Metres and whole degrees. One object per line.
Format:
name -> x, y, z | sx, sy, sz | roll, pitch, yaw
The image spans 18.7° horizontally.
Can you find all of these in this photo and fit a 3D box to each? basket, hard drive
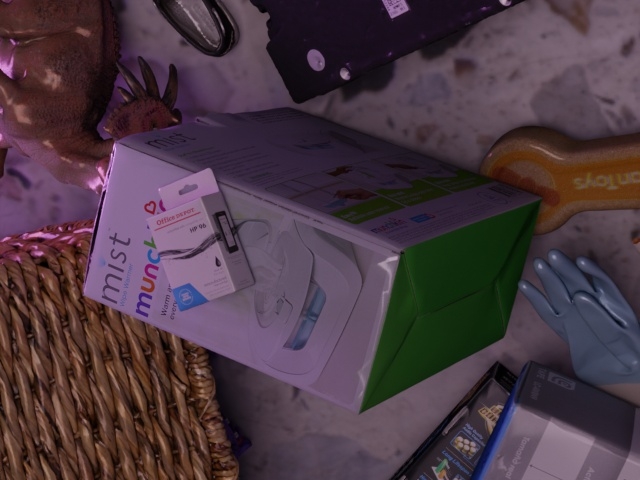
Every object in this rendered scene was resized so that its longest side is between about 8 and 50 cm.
basket -> -0.205, 0.140, 1.563 | 0.223, 0.213, 0.299 | -17, 98, -14
hard drive -> 0.049, -0.254, 1.377 | 0.339, 0.064, 0.237 | -21, 99, 50

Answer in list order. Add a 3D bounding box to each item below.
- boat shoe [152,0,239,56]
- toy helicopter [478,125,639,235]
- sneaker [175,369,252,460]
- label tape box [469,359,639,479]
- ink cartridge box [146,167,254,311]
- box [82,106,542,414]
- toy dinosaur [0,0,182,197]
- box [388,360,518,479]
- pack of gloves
boat shoe -> -0.114, -0.195, 1.525 | 0.046, 0.038, 0.125 | -35, 94, 18
toy helicopter -> 0.291, -0.040, 1.443 | 0.355, 0.140, 0.235 | -5, 112, 25
sneaker -> -0.096, 0.155, 1.605 | 0.071, 0.068, 0.170 | -11, 110, 0
label tape box -> 0.258, 0.280, 1.463 | 0.348, 0.115, 0.249 | 25, 107, 6
ink cartridge box -> -0.082, -0.001, 1.282 | 0.048, 0.028, 0.083 | -21, 89, 29
box -> 0.000, 0.000, 1.405 | 0.231, 0.262, 0.126 | 20, 108, 22
toy dinosaur -> -0.199, -0.140, 1.523 | 0.200, 0.127, 0.295 | -11, 85, 5
box -> 0.167, 0.233, 1.558 | 0.220, 0.051, 0.175 | 40, 108, 1
pack of gloves -> 0.270, 0.072, 1.447 | 0.195, 0.046, 0.232 | -7, 129, 39
